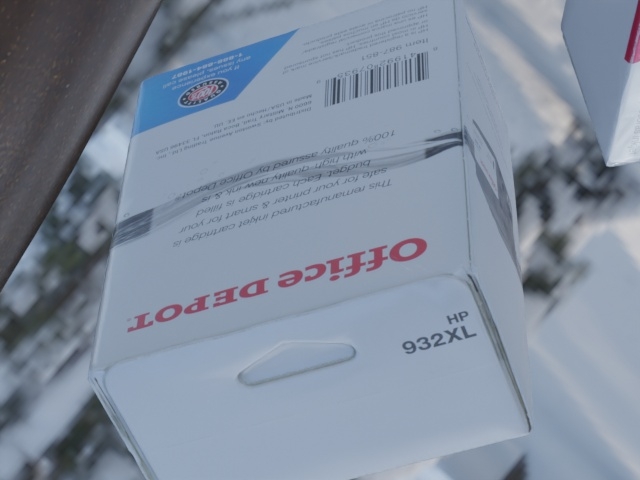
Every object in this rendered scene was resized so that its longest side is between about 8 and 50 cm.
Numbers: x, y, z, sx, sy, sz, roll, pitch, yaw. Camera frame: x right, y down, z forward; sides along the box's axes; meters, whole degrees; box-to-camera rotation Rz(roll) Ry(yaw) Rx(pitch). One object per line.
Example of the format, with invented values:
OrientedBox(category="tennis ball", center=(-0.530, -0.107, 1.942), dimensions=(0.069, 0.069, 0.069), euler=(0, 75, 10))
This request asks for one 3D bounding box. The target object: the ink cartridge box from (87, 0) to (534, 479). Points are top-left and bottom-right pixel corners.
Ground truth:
OrientedBox(category="ink cartridge box", center=(0.000, 0.000, 1.193), dimensions=(0.307, 0.223, 0.129), euler=(-87, -22, -54))

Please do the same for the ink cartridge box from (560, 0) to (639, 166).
OrientedBox(category="ink cartridge box", center=(0.251, -0.137, 0.956), dimensions=(0.172, 0.237, 0.100), euler=(93, 167, -54))

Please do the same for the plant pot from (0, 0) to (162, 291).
OrientedBox(category="plant pot", center=(-0.174, -0.002, 0.507), dimensions=(0.215, 0.230, 0.215), euler=(20, -177, -1))
